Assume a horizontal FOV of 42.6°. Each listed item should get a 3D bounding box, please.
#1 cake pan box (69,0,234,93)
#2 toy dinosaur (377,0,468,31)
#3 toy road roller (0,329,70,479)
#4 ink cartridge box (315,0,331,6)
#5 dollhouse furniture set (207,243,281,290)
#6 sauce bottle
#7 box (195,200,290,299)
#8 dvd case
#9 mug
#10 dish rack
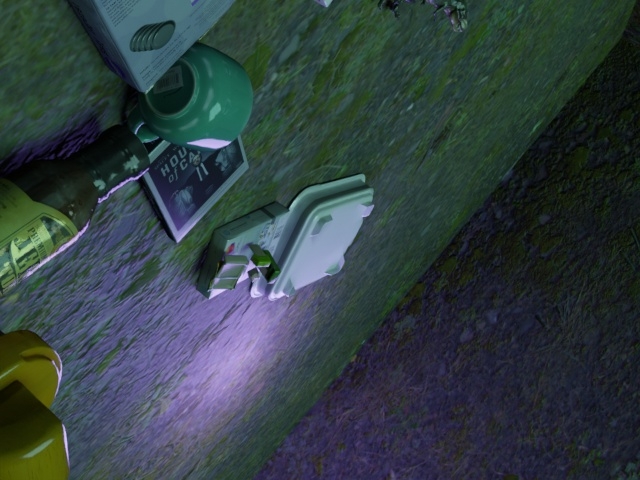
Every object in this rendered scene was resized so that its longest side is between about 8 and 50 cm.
[{"bbox_3d":[-0.158,-0.327,0.887,0.267,0.070,0.246,-50,163,-12],"label":"cake pan box"},{"bbox_3d":[0.163,-0.433,1.423,0.118,0.064,0.268,-23,154,25],"label":"toy dinosaur"},{"bbox_3d":[-0.431,0.224,0.911,0.329,0.240,0.202,-40,156,-37],"label":"toy road roller"},{"bbox_3d":[-0.011,-0.389,1.089,0.090,0.092,0.143,-53,162,-4],"label":"ink cartridge box"},{"bbox_3d":[-0.145,0.045,1.502,0.151,0.058,0.076,1,132,-44],"label":"dollhouse furniture set"},{"bbox_3d":[-0.339,-0.018,0.918,0.344,0.111,0.111,-42,158,-30],"label":"sauce bottle"},{"bbox_3d":[-0.145,0.017,1.548,0.186,0.038,0.145,-31,150,-50],"label":"box"},{"bbox_3d":[-0.189,-0.117,1.230,0.179,0.029,0.239,-49,161,-18],"label":"dvd case"},{"bbox_3d":[-0.170,-0.171,1.028,0.158,0.129,0.097,-58,160,9],"label":"mug"},{"bbox_3d":[0.000,0.000,1.818,0.333,0.072,0.285,-22,143,-59],"label":"dish rack"}]
